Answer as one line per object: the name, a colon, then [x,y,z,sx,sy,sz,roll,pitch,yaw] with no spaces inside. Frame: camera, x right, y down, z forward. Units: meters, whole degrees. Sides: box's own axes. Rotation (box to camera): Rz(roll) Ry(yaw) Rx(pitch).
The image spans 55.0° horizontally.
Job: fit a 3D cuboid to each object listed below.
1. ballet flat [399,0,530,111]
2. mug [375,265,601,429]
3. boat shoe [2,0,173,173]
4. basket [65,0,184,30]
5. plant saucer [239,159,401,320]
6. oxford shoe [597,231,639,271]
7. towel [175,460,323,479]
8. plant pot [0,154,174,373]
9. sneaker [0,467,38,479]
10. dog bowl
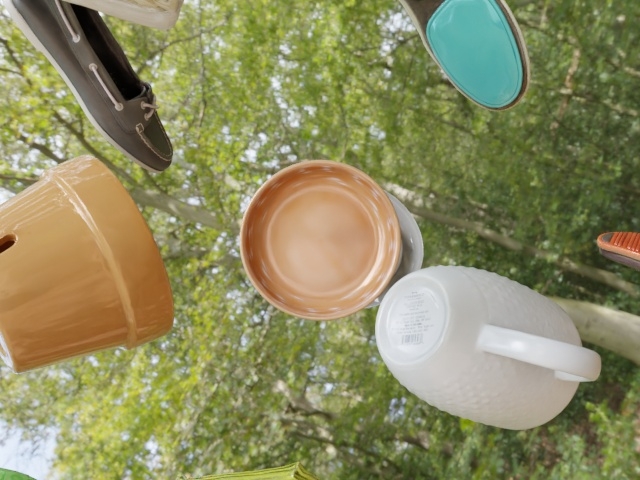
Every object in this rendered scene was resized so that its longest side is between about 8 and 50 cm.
ballet flat: [0.121,-0.238,0.593,0.248,0.086,0.086,51,-131,-7]
mug: [0.301,0.186,1.089,0.328,0.374,0.276,24,-103,-36]
boat shoe: [-0.310,-0.243,0.898,0.335,0.096,0.112,54,-162,-29]
basket: [-0.276,-0.478,0.691,0.266,0.329,0.331,150,131,-66]
plant saucer: [0.000,0.000,0.773,0.037,0.200,0.199,59,-128,-86]
oxford shoe: [0.577,0.066,0.991,0.097,0.272,0.098,-32,-42,-46]
towel: [-0.059,0.264,0.641,0.102,0.237,0.021,35,-129,-25]
plant pot: [-0.367,0.050,0.854,0.204,0.291,0.290,-28,-47,-34]
sneaker: [-0.297,0.250,0.182,0.483,0.202,0.185,-28,-35,-38]
dog bowl: [0.081,0.020,1.575,0.348,0.349,0.102,-55,-5,-28]
